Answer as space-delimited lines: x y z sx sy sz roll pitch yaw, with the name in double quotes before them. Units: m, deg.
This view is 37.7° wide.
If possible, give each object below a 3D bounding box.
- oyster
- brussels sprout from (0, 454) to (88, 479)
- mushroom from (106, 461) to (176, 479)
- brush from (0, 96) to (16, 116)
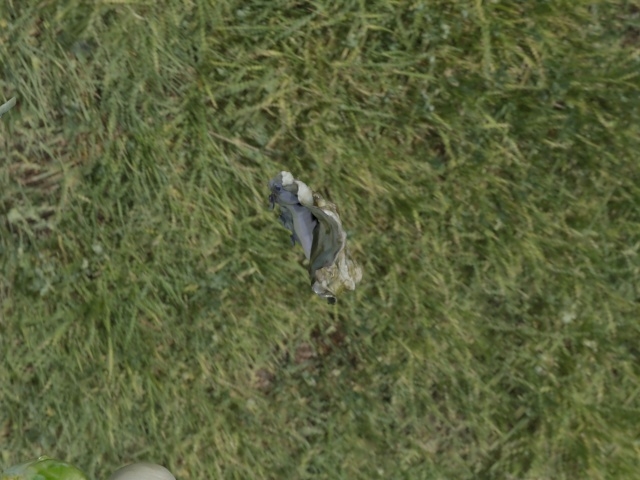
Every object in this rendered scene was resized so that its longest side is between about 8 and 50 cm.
"oyster" 0.002 -0.001 1.695 0.114 0.238 0.351 -30 145 2
"brussels sprout" -0.439 0.420 1.519 0.151 0.149 0.122 -32 171 31
"mushroom" -0.294 0.501 1.580 0.202 0.246 0.246 9 109 -9
"brush" -0.550 -0.223 1.614 0.084 0.013 0.016 -55 156 -48
